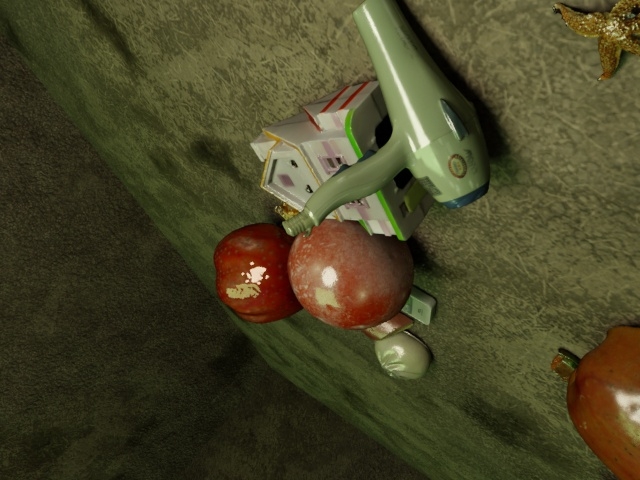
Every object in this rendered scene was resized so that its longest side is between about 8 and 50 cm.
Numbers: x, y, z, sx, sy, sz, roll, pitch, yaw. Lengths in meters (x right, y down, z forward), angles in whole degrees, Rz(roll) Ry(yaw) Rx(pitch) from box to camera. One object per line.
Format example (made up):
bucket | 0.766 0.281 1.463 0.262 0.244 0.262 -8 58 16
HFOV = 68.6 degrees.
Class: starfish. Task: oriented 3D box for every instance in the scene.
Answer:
starfish | 0.282 -0.204 0.456 0.130 0.041 0.133 30 153 31

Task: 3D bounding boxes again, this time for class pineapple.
pineapple | -0.045 -0.057 1.200 0.137 0.069 0.116 32 154 21

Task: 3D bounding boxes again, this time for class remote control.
remote control | 0.176 0.120 1.188 0.250 0.034 0.103 32 154 27

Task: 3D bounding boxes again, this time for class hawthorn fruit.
hawthorn fruit | -0.124 0.082 1.306 0.330 0.287 0.287 -13 128 22

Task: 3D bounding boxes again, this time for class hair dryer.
hair dryer | 0.073 -0.171 0.617 0.119 0.298 0.296 -174 73 -74

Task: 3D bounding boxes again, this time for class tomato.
tomato | 0.066 0.050 0.978 0.270 0.270 0.227 33 120 22

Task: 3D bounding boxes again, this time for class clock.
clock | 0.021 -0.141 0.837 0.309 0.166 0.235 5 137 45

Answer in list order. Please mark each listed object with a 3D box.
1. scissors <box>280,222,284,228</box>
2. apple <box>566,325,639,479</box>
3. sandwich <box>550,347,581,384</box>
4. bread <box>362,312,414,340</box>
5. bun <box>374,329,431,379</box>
scissors | 0.000 0.000 1.280 0.317 0.024 0.160 8 139 53
apple | 0.581 0.289 0.720 0.364 0.295 0.329 29 115 28
sandwich | 0.489 0.256 0.923 0.069 0.026 0.101 27 153 31
bread | 0.157 0.225 1.315 0.192 0.119 0.067 28 -165 26
bun | 0.231 0.340 1.368 0.172 0.120 0.173 33 154 18
